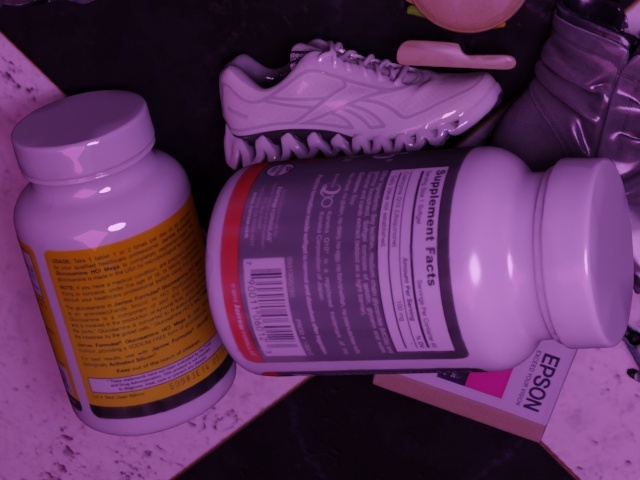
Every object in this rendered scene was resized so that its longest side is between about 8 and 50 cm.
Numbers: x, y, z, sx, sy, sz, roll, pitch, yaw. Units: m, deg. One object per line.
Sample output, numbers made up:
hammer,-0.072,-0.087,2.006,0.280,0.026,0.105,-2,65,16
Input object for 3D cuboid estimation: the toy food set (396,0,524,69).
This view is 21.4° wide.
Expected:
toy food set,0.137,-0.261,1.608,0.132,0.038,0.192,6,108,5

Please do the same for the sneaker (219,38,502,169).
sneaker,0.032,-0.142,1.667,0.292,0.110,0.118,-6,108,18

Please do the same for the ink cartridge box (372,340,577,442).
ink cartridge box,0.179,0.072,1.754,0.193,0.088,0.234,19,121,6

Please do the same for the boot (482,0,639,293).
boot,0.331,-0.073,1.612,0.338,0.118,0.222,28,120,-2

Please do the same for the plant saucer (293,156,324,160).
plant saucer,0.000,0.000,1.774,0.200,0.037,0.200,11,119,22

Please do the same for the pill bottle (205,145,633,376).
pill bottle,0.094,0.020,1.575,0.363,0.210,0.210,-3,118,23

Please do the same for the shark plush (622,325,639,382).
shark plush,0.346,0.145,1.772,0.161,0.073,0.067,41,151,-15

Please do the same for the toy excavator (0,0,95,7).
toy excavator,-0.359,-0.423,1.576,0.433,0.222,0.445,-9,102,21

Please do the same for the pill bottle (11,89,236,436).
pill bottle,-0.211,0.021,1.773,0.188,0.188,0.334,-3,118,17
